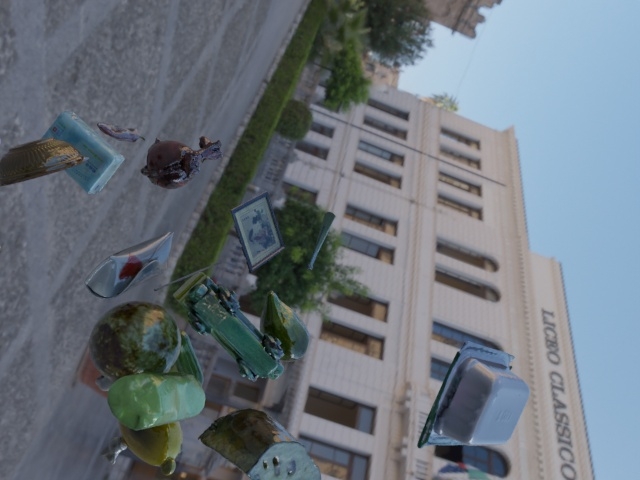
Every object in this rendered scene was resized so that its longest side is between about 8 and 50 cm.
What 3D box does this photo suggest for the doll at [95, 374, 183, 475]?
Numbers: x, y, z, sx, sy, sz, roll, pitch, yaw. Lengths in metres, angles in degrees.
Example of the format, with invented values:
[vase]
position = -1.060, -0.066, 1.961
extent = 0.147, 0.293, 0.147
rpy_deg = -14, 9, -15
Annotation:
[doll]
position = -0.622, 0.582, 2.062
extent = 0.161, 0.348, 0.423
rpy_deg = 27, 53, -58

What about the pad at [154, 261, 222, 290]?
[pad]
position = -0.299, 0.081, 1.366
extent = 0.003, 0.157, 0.112
rpy_deg = 68, -16, -4

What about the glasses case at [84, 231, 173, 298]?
[glasses case]
position = -0.502, 0.065, 1.679
extent = 0.128, 0.083, 0.308
rpy_deg = -53, 172, 26

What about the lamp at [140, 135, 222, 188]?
[lamp]
position = -0.433, -0.236, 1.871
extent = 0.215, 0.223, 0.151
rpy_deg = -61, 158, -55

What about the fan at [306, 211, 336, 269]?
[fan]
position = 0.000, 0.000, 1.812
extent = 0.016, 0.038, 0.193
rpy_deg = 50, 56, -55

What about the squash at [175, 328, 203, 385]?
[squash]
position = -0.425, 0.368, 1.903
extent = 0.077, 0.068, 0.219
rpy_deg = -139, -150, -77

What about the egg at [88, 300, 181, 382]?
[egg]
position = -0.530, 0.290, 1.709
extent = 0.289, 0.238, 0.238
rpy_deg = -12, -134, 33

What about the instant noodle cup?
[instant noodle cup]
position = -0.810, -0.235, 1.729
extent = 0.274, 0.274, 0.091
rpy_deg = -90, 167, -71

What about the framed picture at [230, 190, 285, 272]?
[framed picture]
position = -0.186, -0.031, 1.825
extent = 0.195, 0.010, 0.199
rpy_deg = -37, 115, -55

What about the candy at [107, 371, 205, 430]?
[candy]
position = -0.399, 0.392, 1.509
extent = 0.343, 0.142, 0.132
rpy_deg = 55, 18, -75

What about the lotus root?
[lotus root]
position = -0.147, 0.508, 1.469
extent = 0.260, 0.267, 0.149
rpy_deg = 19, -121, 46

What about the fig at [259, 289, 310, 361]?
[fig]
position = -0.138, 0.299, 2.023
extent = 0.167, 0.233, 0.167
rpy_deg = -44, -175, 4

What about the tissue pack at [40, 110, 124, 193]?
[tissue pack]
position = -0.858, -0.314, 2.165
extent = 0.177, 0.263, 0.089
rpy_deg = -49, 176, 8

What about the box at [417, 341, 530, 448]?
[box]
position = 0.392, 0.395, 1.448
extent = 0.106, 0.336, 0.264
rpy_deg = 26, -87, 42

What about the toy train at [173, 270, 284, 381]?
[toy train]
position = -0.255, 0.260, 1.763
extent = 0.150, 0.369, 0.237
rpy_deg = -43, -163, -11

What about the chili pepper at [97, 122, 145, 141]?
[chili pepper]
position = -0.559, -0.298, 1.689
extent = 0.153, 0.050, 0.041
rpy_deg = 2, 100, -53
